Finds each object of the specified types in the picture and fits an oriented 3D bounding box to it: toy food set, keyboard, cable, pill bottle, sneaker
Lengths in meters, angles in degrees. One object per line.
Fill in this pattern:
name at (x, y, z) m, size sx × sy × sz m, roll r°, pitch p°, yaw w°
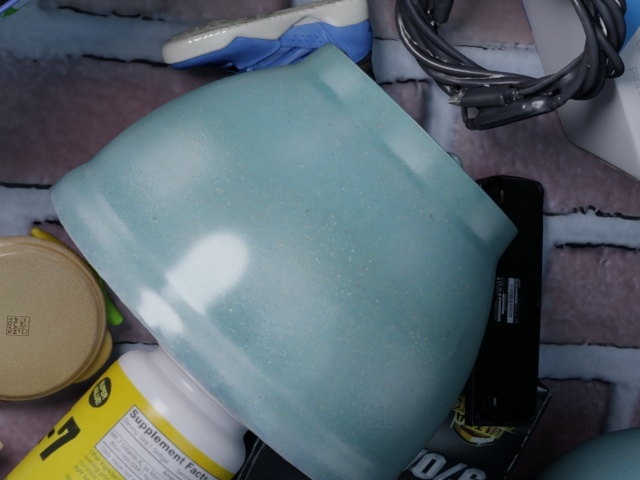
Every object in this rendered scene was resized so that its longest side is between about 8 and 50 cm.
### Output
toy food set at (-0.209, 0.056, 1.166) m, size 0.192 × 0.038 × 0.132 m, roll -40°, pitch 112°, yaw 4°
keyboard at (0.123, 0.045, 1.265) m, size 0.100 × 0.038 × 0.192 m, roll 8°, pitch 82°, yaw -39°
cable at (0.132, -0.156, 1.145) m, size 0.047 × 0.184 × 0.150 m, roll -31°, pitch 100°, yaw -38°
pill bottle at (-0.129, 0.153, 1.181) m, size 0.208 × 0.119 × 0.119 m, roll -46°, pitch 118°, yaw -1°
sneaker at (-0.031, -0.115, 1.155) m, size 0.152 × 0.058 × 0.084 m, roll -16°, pitch 105°, yaw -23°

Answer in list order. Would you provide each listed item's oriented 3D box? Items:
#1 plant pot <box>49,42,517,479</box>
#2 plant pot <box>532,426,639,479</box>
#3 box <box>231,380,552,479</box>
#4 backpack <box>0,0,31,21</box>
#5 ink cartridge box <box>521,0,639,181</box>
plant pot at (0.000, 0.000, 1.069) m, size 0.196 × 0.293 × 0.293 m, roll -45°, pitch 118°, yaw 4°
plant pot at (0.257, 0.265, 1.330) m, size 0.290 × 0.195 × 0.290 m, roll -7°, pitch 111°, yaw -19°
box at (0.048, 0.149, 1.287) m, size 0.220 × 0.051 × 0.175 m, roll 24°, pitch 98°, yaw -27°
backpack at (-0.224, -0.243, 0.950) m, size 0.263 × 0.213 × 0.276 m, roll -27°, pitch 123°, yaw -2°
ink cartridge box at (0.307, -0.214, 1.212) m, size 0.307 × 0.129 × 0.223 m, roll -28°, pitch 116°, yaw -10°
